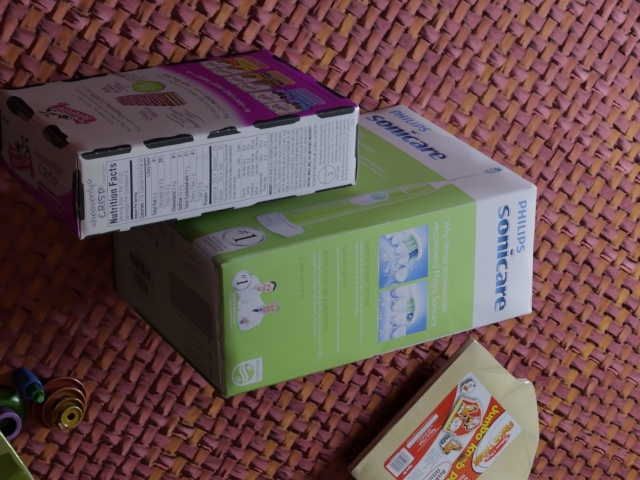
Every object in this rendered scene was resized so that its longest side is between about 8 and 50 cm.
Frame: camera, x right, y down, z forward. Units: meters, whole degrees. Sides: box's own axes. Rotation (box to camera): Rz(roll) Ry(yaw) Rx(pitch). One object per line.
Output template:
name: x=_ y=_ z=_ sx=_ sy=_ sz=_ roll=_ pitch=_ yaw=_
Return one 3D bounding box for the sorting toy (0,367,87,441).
sorting toy: x=-0.235 y=0.139 z=1.526 sx=0.102 sy=0.042 sz=0.061 roll=-16 pitch=120 yaw=-25

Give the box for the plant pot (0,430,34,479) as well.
plant pot: x=-0.364 y=0.284 z=1.398 sx=0.293 sy=0.275 sz=0.275 roll=-30 pitch=127 yaw=5

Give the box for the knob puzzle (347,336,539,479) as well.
knob puzzle: x=0.132 y=0.203 z=1.791 sx=0.213 sy=0.030 sz=0.213 roll=-13 pitch=118 yaw=-27

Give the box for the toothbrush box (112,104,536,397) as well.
toothbrush box: x=0.000 y=0.000 z=1.502 sx=0.283 sy=0.206 sz=0.122 roll=-15 pitch=119 yaw=-26

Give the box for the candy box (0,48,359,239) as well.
candy box: x=-0.109 y=-0.078 z=1.428 sx=0.233 sy=0.159 sz=0.071 roll=-11 pitch=116 yaw=-26
